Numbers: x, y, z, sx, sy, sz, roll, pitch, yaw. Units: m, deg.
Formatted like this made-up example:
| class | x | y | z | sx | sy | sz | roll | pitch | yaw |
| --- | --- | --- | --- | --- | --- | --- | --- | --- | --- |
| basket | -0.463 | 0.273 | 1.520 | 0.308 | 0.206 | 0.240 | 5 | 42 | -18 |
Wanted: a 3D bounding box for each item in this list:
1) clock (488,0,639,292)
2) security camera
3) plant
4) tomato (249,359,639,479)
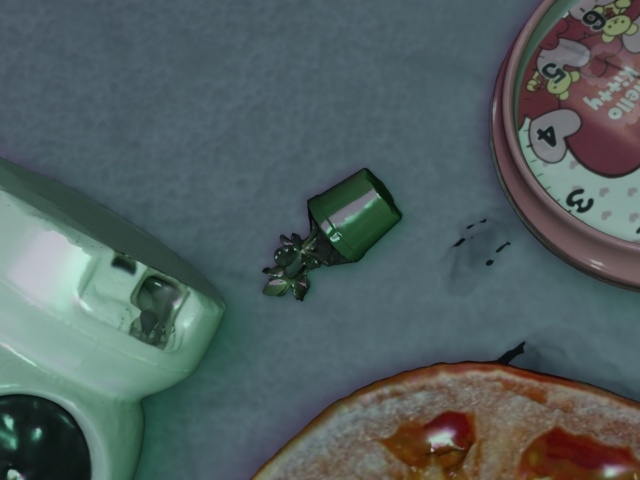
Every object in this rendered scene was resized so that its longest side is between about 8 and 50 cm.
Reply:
| class | x | y | z | sx | sy | sz | roll | pitch | yaw |
| --- | --- | --- | --- | --- | --- | --- | --- | --- | --- |
| clock | 0.218 | -0.079 | 1.015 | 0.244 | 0.056 | 0.244 | -7 | 61 | 13 |
| security camera | -0.191 | 0.087 | 1.051 | 0.194 | 0.194 | 0.236 | 34 | 94 | 16 |
| plant | 0.000 | 0.000 | 1.085 | 0.102 | 0.051 | 0.051 | -39 | 75 | 11 |
| tomato | 0.097 | 0.229 | 0.954 | 0.338 | 0.143 | 0.338 | -7 | 47 | 7 |
